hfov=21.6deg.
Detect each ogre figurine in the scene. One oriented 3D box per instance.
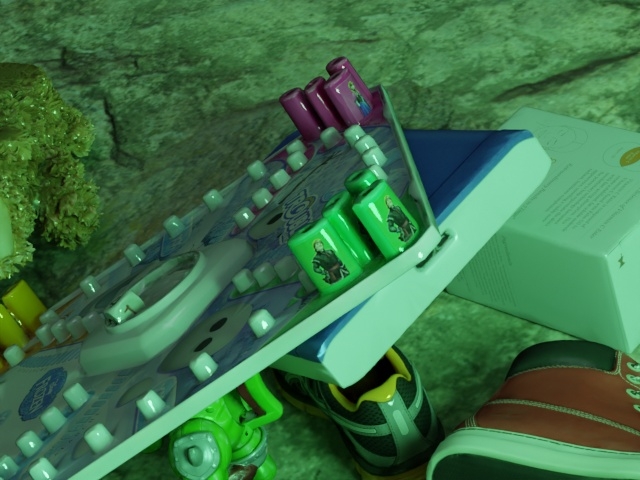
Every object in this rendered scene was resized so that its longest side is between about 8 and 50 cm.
[{"bbox_3d":[-0.068,0.132,1.105,0.097,0.118,0.197,-1,37,21],"label":"ogre figurine"}]

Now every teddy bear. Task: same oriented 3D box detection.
[{"bbox_3d":[-0.303,-0.048,1.434,0.245,0.113,0.338,-3,26,-12],"label":"teddy bear"}]

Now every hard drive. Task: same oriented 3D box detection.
[{"bbox_3d":[0.000,0.000,1.202,0.210,0.040,0.319,-46,22,-18],"label":"hard drive"}]

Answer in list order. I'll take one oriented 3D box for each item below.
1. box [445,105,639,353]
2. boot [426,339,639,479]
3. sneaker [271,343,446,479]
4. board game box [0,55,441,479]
[{"bbox_3d":[0.181,-0.012,1.205,0.170,0.091,0.130,20,50,43],"label":"box"},{"bbox_3d":[0.209,0.128,1.019,0.244,0.088,0.176,14,31,26],"label":"boot"},{"bbox_3d":[0.021,0.086,1.157,0.084,0.083,0.215,-31,35,-13],"label":"sneaker"},{"bbox_3d":[-0.112,0.034,1.134,0.390,0.050,0.390,-34,16,8],"label":"board game box"}]
